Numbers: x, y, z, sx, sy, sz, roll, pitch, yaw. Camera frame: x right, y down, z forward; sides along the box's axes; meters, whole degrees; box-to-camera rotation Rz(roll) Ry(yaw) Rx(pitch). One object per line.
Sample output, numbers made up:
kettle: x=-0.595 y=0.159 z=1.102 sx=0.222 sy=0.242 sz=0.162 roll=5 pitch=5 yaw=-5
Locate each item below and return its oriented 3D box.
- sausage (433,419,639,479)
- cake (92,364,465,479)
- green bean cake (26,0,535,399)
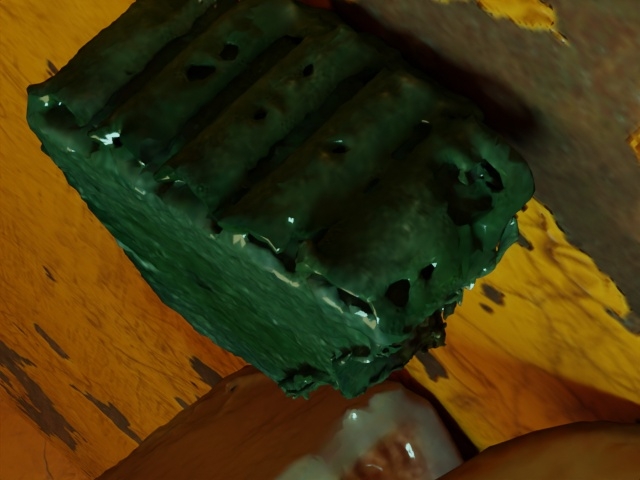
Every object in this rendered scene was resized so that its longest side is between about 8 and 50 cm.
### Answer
sausage: x=0.157 y=0.252 z=0.673 sx=0.233 sy=0.233 sz=0.287 roll=21 pitch=153 yaw=51
cake: x=0.000 y=0.246 z=0.947 sx=0.308 sy=0.237 sz=0.230 roll=59 pitch=157 yaw=-12
green bean cake: x=0.000 y=0.000 z=0.624 sx=0.193 sy=0.107 sz=0.208 roll=30 pitch=160 yaw=27
